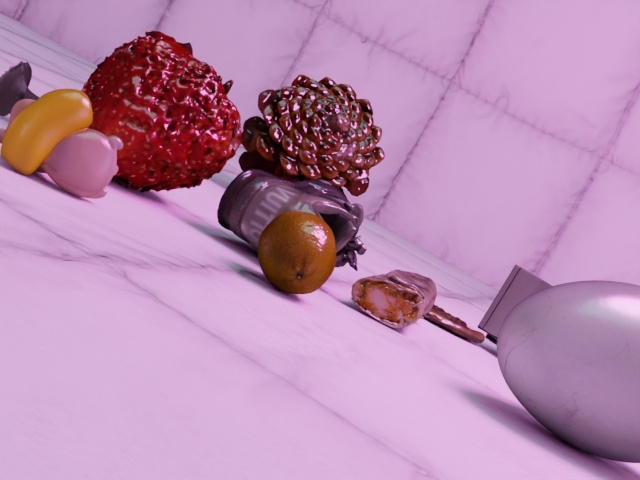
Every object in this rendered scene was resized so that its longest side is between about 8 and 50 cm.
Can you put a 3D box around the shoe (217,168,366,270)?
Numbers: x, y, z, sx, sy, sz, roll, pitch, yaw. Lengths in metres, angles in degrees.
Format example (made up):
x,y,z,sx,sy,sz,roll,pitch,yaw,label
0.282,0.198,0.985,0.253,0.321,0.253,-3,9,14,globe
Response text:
x,y,z,sx,sy,sz,roll,pitch,yaw,label
0.002,-0.002,1.301,0.149,0.109,0.293,35,11,26,shoe

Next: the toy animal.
x,y,z,sx,sy,sz,roll,pitch,yaw,label
-0.245,-0.095,1.002,0.114,0.091,0.082,24,-8,-28,toy animal

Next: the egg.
x,y,z,sx,sy,sz,roll,pitch,yaw,label
0.301,0.132,1.104,0.264,0.182,0.183,19,8,-20,egg

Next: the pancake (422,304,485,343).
x,y,z,sx,sy,sz,roll,pitch,yaw,label
0.169,0.104,1.586,0.190,0.020,0.184,32,5,27,pancake

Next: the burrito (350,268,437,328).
x,y,z,sx,sy,sz,roll,pitch,yaw,label
0.102,0.069,1.330,0.087,0.060,0.226,24,5,13,burrito

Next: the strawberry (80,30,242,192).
x,y,z,sx,sy,sz,roll,pitch,yaw,label
-0.194,-0.142,1.223,0.184,0.186,0.201,2,17,27,strawberry

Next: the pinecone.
x,y,z,sx,sy,sz,roll,pitch,yaw,label
-0.023,-0.148,1.895,0.264,0.264,0.264,28,5,-3,pinecone

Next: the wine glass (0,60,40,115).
x,y,z,sx,sy,sz,roll,pitch,yaw,label
-0.278,-0.138,1.334,0.262,0.074,0.074,26,5,-44,wine glass

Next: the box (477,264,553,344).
x,y,z,sx,sy,sz,roll,pitch,yaw,label
0.385,0.164,1.540,0.225,0.117,0.225,28,5,-43,box

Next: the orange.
x,y,z,sx,sy,sz,roll,pitch,yaw,label
-0.024,0.014,1.093,0.085,0.085,0.095,27,24,-12,orange
